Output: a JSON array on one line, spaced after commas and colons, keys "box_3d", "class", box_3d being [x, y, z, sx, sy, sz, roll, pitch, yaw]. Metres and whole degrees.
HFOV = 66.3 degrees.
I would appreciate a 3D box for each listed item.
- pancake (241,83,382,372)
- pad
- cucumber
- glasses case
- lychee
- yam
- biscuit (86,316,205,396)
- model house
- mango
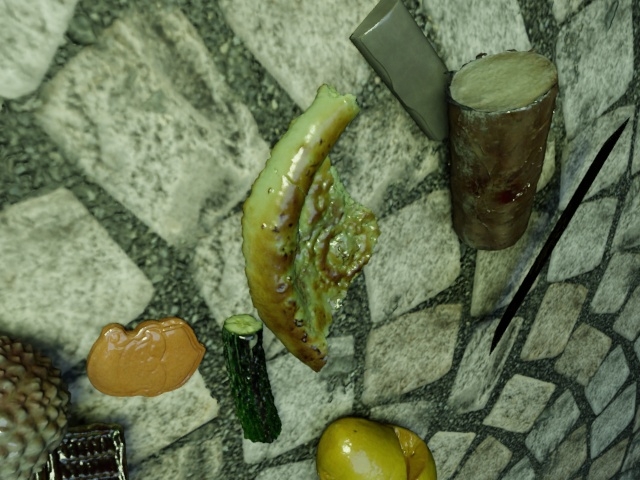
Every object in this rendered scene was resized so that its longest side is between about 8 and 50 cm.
[{"box_3d": [0.002, 0.002, 0.614, 0.197, 0.054, 0.376, -13, 118, -29], "class": "pancake"}, {"box_3d": [0.345, -0.012, 0.793, 0.375, 0.063, 0.315, -63, 160, 10], "class": "pad"}, {"box_3d": [-0.089, 0.181, 0.631, 0.058, 0.058, 0.187, -20, 119, -25], "class": "cucumber"}, {"box_3d": [0.118, -0.207, 0.609, 0.072, 0.042, 0.190, -49, 128, 4], "class": "glasses case"}, {"box_3d": [-0.312, 0.152, 0.405, 0.165, 0.165, 0.197, -59, 143, 2], "class": "lychee"}, {"box_3d": [0.224, -0.105, 0.631, 0.131, 0.131, 0.279, -41, 146, -12], "class": "yam"}, {"box_3d": [-0.197, 0.136, 0.564, 0.130, 0.019, 0.102, 6, 108, -36], "class": "biscuit"}, {"box_3d": [-0.282, 0.263, 0.508, 0.165, 0.106, 0.152, 7, 108, -40], "class": "model house"}, {"box_3d": [0.090, 0.372, 0.788, 0.262, 0.130, 0.167, 39, 84, -33], "class": "mango"}]
